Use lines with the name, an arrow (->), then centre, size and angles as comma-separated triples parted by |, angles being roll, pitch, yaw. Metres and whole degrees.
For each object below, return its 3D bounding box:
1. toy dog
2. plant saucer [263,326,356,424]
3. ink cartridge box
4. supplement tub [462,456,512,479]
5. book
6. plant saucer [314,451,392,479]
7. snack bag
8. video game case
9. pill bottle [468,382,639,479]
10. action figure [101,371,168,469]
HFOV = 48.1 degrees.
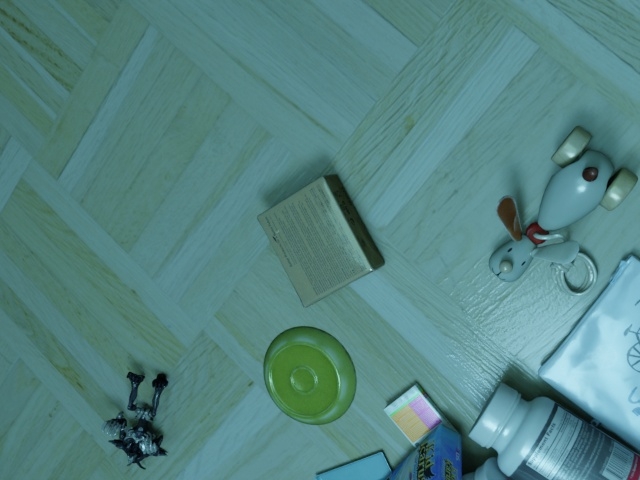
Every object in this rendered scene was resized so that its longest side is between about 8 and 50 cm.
toy dog -> 0.447, -0.048, 1.353 | 0.220, 0.161, 0.334 | 21, 105, 19
plant saucer -> -0.034, 0.323, 1.680 | 0.240, 0.037, 0.241 | 4, 100, 22
ink cartridge box -> 0.000, 0.000, 1.589 | 0.193, 0.088, 0.235 | -29, 87, 25
supplement tub -> 0.321, 0.630, 1.469 | 0.235, 0.235, 0.325 | 38, 110, 13
book -> 0.223, 0.400, 1.587 | 0.096, 0.035, 0.144 | -42, 83, 22
plant saucer -> 0.080, 0.551, 1.678 | 0.192, 0.018, 0.067 | -28, 87, 23
snack bag -> 0.641, 0.247, 1.386 | 0.342, 0.037, 0.323 | 36, 109, 13
video game case -> 0.194, 0.549, 1.472 | 0.061, 0.270, 0.244 | 32, 120, -8
pill bottle -> 0.462, 0.421, 1.411 | 0.318, 0.176, 0.176 | 32, 109, 16
action figure -> -0.470, 0.478, 1.833 | 0.164, 0.141, 0.276 | 12, 101, 9
